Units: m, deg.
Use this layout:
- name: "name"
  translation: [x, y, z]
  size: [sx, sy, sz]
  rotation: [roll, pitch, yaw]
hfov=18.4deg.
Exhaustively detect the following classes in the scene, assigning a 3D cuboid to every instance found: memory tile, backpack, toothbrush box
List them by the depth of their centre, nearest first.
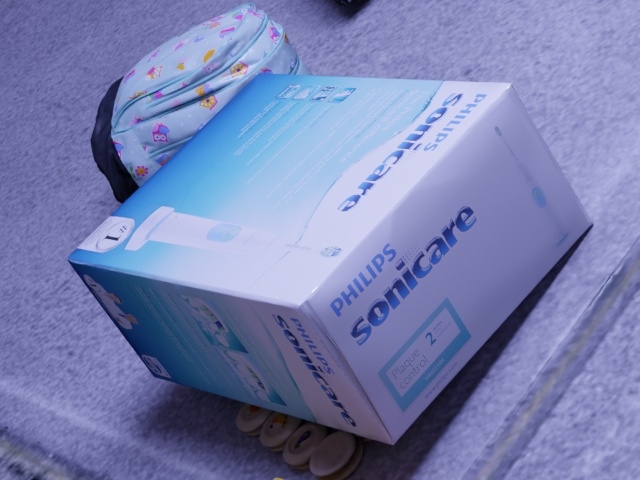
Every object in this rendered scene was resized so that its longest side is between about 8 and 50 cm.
- name: "memory tile"
  translation: [0.006, 0.104, 1.343]
  size: [0.113, 0.012, 0.148]
  rotation: [-49, 30, -11]
- name: "toothbrush box"
  translation: [0.000, 0.000, 1.350]
  size: [0.216, 0.126, 0.295]
  rotation: [-46, 28, -24]
- name: "backpack"
  translation: [-0.097, -0.116, 1.657]
  size: [0.182, 0.115, 0.152]
  rotation: [-23, 32, 26]

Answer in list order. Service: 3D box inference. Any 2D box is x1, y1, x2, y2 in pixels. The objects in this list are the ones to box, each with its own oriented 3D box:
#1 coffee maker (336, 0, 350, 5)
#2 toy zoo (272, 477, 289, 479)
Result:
- name: "coffee maker"
  translation: [0.052, -0.302, 1.747]
  size: [0.178, 0.120, 0.171]
  rotation: [-37, 6, 7]
- name: "toy zoo"
  translation: [-0.015, 0.240, 1.170]
  size: [0.293, 0.030, 0.192]
  rotation: [8, 57, 54]
